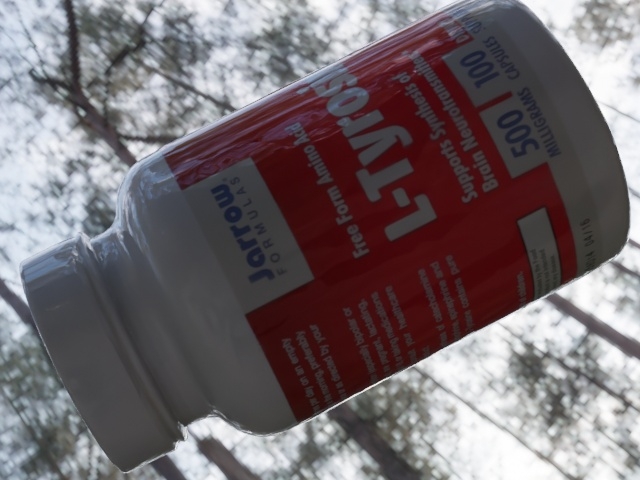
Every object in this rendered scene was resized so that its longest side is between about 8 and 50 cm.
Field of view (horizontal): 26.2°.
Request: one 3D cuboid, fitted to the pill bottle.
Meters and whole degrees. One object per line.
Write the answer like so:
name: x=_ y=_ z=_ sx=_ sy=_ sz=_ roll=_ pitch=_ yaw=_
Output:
pill bottle: x=0.000 y=0.000 z=1.011 sx=0.407 sy=0.229 sz=0.229 roll=-27 pitch=-53 yaw=-5
